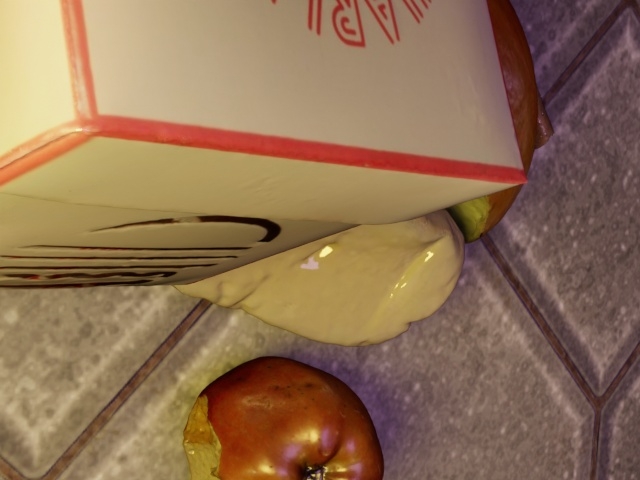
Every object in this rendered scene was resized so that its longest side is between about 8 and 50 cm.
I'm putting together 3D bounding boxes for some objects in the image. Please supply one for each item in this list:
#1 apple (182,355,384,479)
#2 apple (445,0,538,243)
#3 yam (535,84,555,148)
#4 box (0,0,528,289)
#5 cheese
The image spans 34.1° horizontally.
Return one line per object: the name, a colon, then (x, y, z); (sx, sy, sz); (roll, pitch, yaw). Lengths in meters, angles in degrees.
apple: (-0.023, 0.171, 0.859); (0.147, 0.158, 0.156); (-41, 113, -26)
apple: (0.087, -0.164, 0.914); (0.179, 0.254, 0.346); (-27, 118, 14)
yam: (0.202, -0.161, 1.054); (0.032, 0.032, 0.145); (-36, 114, -26)
box: (-0.112, -0.145, 0.590); (0.314, 0.300, 0.312); (1, 75, -48)
cheese: (0.000, -0.001, 0.869); (0.263, 0.093, 0.159); (25, 117, -33)
